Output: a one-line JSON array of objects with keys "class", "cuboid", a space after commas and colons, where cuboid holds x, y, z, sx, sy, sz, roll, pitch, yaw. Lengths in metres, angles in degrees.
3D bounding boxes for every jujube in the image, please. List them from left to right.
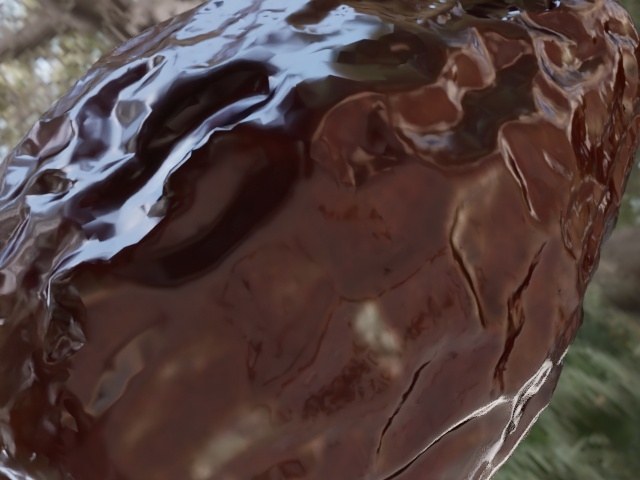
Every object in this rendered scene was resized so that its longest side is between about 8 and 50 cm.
[{"class": "jujube", "cuboid": [0.000, 0.000, 0.563, 0.290, 0.197, 0.197, -42, -36, -35]}]
